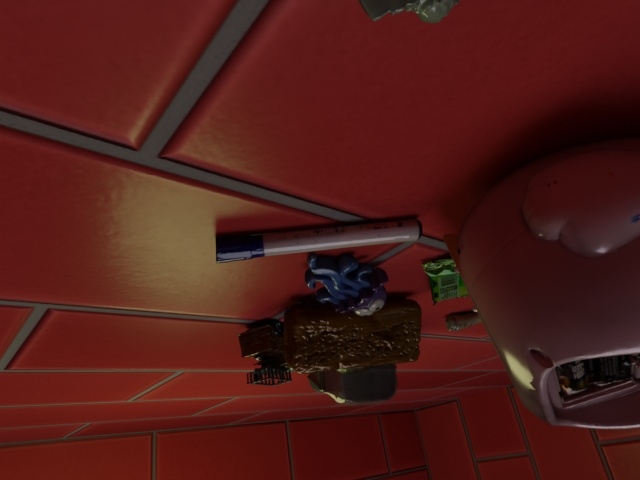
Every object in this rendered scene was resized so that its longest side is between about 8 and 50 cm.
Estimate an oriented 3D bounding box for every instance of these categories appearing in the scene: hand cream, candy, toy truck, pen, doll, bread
[{"bbox_3d":[0.371,0.191,1.098,0.143,0.039,0.061,-8,152,-14],"label":"hand cream"},{"bbox_3d":[0.238,0.067,0.803,0.102,0.032,0.178,-18,152,9],"label":"candy"},{"bbox_3d":[-0.083,0.241,0.949,0.080,0.115,0.178,-22,153,23],"label":"toy truck"},{"bbox_3d":[0.000,0.000,0.584,0.269,0.033,0.033,-6,154,-8],"label":"pen"},{"bbox_3d":[0.042,0.071,0.711,0.110,0.067,0.206,-34,136,24],"label":"doll"},{"bbox_3d":[0.064,0.171,0.852,0.271,0.139,0.077,-2,-177,-21],"label":"bread"}]

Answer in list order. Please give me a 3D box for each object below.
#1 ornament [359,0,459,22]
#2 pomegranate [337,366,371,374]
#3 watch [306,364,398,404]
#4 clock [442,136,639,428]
[{"bbox_3d":[0.049,-0.163,0.266,0.068,0.041,0.092,-37,137,4],"label":"ornament"},{"bbox_3d":[0.063,0.222,0.951,0.130,0.130,0.130,-8,154,-4],"label":"pomegranate"},{"bbox_3d":[0.080,0.349,1.215,0.253,0.162,0.241,8,162,-26],"label":"watch"},{"bbox_3d":[0.365,0.047,0.503,0.376,0.250,0.368,-23,134,15],"label":"clock"}]
